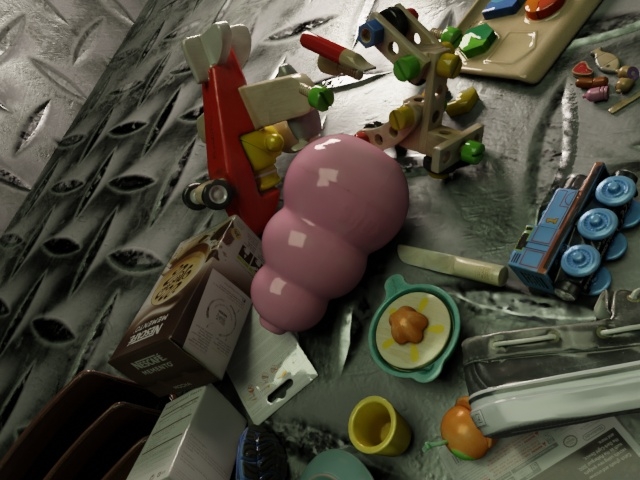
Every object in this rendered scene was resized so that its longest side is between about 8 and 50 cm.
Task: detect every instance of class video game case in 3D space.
[{"bbox_3d":[0.250,0.260,0.497,0.190,0.022,0.173,-39,45,10],"label":"video game case"}]

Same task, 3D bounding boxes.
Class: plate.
[{"bbox_3d":[0.010,0.364,0.577,0.188,0.024,0.188,-31,49,44],"label":"plate"}]

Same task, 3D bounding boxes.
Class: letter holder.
[{"bbox_3d":[-0.398,0.398,0.779,0.302,0.214,0.152,-51,44,-1],"label":"letter holder"}]

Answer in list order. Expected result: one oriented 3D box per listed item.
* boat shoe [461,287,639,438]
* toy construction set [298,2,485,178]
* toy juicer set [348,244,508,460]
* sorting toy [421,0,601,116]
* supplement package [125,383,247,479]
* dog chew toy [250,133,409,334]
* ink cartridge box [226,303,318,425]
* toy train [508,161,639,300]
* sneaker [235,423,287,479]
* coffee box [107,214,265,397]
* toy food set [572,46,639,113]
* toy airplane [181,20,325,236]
[{"bbox_3d":[0.303,0.100,0.447,0.335,0.121,0.119,-16,62,11],"label":"boat shoe"},{"bbox_3d":[0.141,-0.222,0.715,0.237,0.308,0.258,40,117,35],"label":"toy construction set"},{"bbox_3d":[0.157,0.116,0.602,0.209,0.089,0.329,-11,51,37],"label":"toy juicer set"},{"bbox_3d":[0.315,-0.351,0.831,0.307,0.041,0.229,-52,44,-2],"label":"sorting toy"},{"bbox_3d":[-0.200,0.327,0.699,0.105,0.105,0.179,-32,17,19],"label":"supplement package"},{"bbox_3d":[0.000,0.000,0.747,0.206,0.206,0.332,30,91,45],"label":"dog chew toy"},{"bbox_3d":[-0.094,0.203,0.806,0.145,0.045,0.179,-42,63,8],"label":"ink cartridge box"},{"bbox_3d":[0.322,-0.013,0.580,0.105,0.080,0.184,20,76,50],"label":"toy train"},{"bbox_3d":[-0.103,0.378,0.660,0.087,0.083,0.221,-37,39,31],"label":"sneaker"},{"bbox_3d":[-0.220,0.110,0.830,0.168,0.119,0.297,-23,32,30],"label":"coffee box"},{"bbox_3d":[0.423,-0.244,0.691,0.078,0.019,0.122,-34,47,16],"label":"toy food set"},{"bbox_3d":[-0.147,-0.251,0.963,0.386,0.272,0.384,60,140,32],"label":"toy airplane"}]
